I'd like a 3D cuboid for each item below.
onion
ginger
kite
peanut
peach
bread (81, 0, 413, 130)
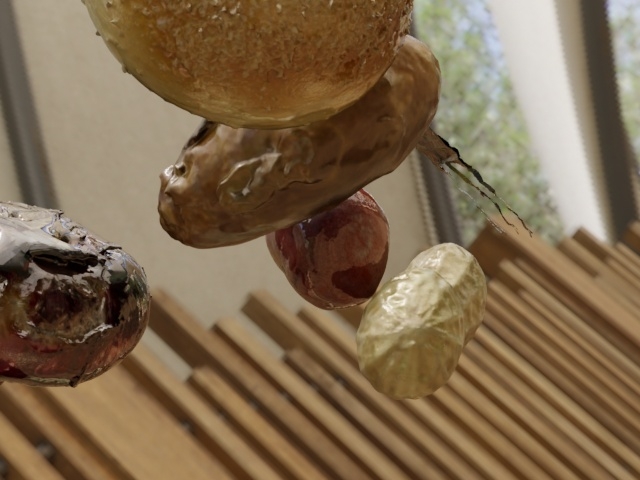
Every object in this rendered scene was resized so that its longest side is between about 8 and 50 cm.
[{"bbox_3d":[-0.358,0.075,1.778,0.314,0.314,0.232,-16,-53,-55],"label":"onion"},{"bbox_3d":[-0.023,-0.105,1.437,0.321,0.165,0.172,-31,-3,-5],"label":"ginger"},{"bbox_3d":[0.169,-0.097,1.896,0.015,0.285,0.152,-49,19,-8],"label":"kite"},{"bbox_3d":[0.124,0.085,1.713,0.298,0.120,0.136,-43,-32,-65],"label":"peanut"},{"bbox_3d":[0.000,0.000,1.714,0.152,0.152,0.152,-40,-23,-21],"label":"peach"},{"bbox_3d":[-0.057,-0.240,1.256,0.305,0.305,0.159,-37,0,-28],"label":"bread"}]
